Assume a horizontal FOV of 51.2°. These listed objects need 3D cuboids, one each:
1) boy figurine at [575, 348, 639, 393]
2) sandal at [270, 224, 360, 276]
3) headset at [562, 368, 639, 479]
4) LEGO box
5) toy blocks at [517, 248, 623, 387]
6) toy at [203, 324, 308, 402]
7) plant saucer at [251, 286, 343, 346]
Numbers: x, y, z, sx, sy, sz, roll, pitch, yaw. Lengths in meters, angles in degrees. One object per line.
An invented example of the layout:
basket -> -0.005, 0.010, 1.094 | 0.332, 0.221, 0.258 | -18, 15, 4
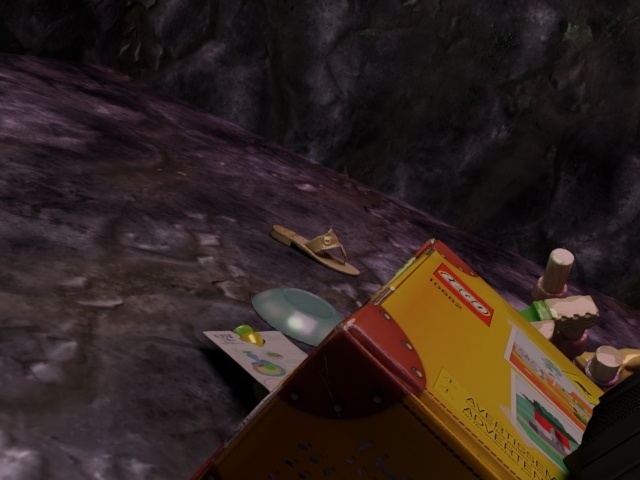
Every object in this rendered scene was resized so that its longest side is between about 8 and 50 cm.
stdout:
boy figurine -> 0.599, 0.284, 1.321 | 0.285, 0.177, 0.092 | 37, 10, -37
sandal -> -0.001, 0.001, 1.604 | 0.240, 0.079, 0.088 | 26, 15, 8
headset -> 0.275, 0.138, 0.376 | 0.243, 0.185, 0.394 | 41, 29, -1
LEGO box -> 0.185, 0.252, 0.540 | 0.500, 0.193, 0.372 | 44, 18, 8
toy blocks -> 0.343, 0.218, 1.196 | 0.288, 0.260, 0.309 | -6, 46, -5
toy -> -0.054, 0.191, 0.909 | 0.137, 0.056, 0.237 | 7, 17, -39
plant saucer -> -0.027, 0.128, 1.208 | 0.195, 0.037, 0.195 | 22, 15, -6
